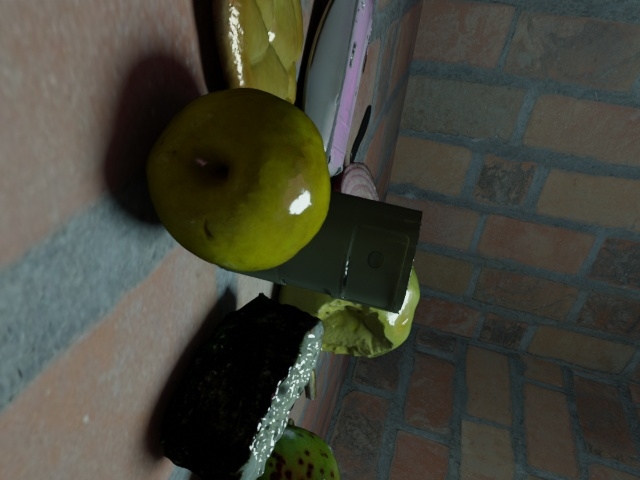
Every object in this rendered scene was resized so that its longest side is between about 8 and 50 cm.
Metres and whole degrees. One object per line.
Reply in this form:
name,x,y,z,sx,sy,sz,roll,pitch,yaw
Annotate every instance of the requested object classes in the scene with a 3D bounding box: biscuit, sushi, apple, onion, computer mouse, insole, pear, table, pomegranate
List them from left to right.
sushi,-0.088,0.169,0.555,0.124,0.127,0.225,93,22,-46
pear,-0.060,-0.048,0.390,0.162,0.148,0.149,11,92,-75
biscuit,-0.058,-0.207,0.485,0.260,0.041,0.203,41,63,-80
pomegranate,-0.077,0.358,0.709,0.248,0.202,0.202,-127,-135,-69
table,0.000,0.000,0.554,0.126,0.219,0.127,13,90,-81
computer mouse,0.022,-0.255,0.749,0.158,0.071,0.311,-14,117,-76
onion,0.060,-0.061,1.130,0.250,0.111,0.248,-44,124,-52
apple,0.051,0.102,0.901,0.279,0.279,0.279,13,90,-79
insole,0.119,-0.314,1.356,0.086,0.005,0.253,89,18,-50

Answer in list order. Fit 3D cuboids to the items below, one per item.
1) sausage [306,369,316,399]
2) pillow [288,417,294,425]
sausage,-0.030,0.437,1.422,0.269,0.032,0.033,89,18,-52
pillow,-0.107,0.536,1.095,0.093,0.051,0.241,96,13,-57
